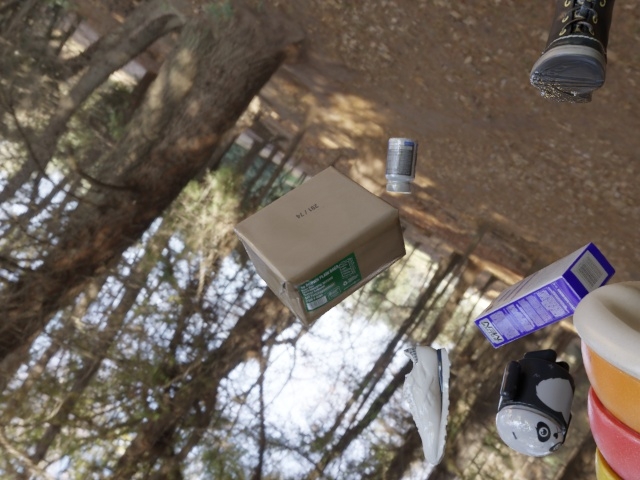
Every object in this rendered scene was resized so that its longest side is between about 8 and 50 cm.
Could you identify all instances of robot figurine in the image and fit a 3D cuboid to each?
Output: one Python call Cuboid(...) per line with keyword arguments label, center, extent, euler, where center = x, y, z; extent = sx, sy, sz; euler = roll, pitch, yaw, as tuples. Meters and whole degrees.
Cuboid(label="robot figurine", center=(0.564, 0.419, 1.577), extent=(0.209, 0.278, 0.173), euler=(21, 145, 15))

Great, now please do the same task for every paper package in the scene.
Cuboid(label="paper package", center=(0.000, 0.000, 1.502), extent=(0.309, 0.325, 0.168), euler=(40, 157, 48))

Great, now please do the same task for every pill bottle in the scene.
Cuboid(label="pill bottle", center=(0.209, -0.193, 1.569), extent=(0.078, 0.137, 0.078), euler=(6, -177, 0))

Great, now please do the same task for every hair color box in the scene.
Cuboid(label="hair color box", center=(0.588, 0.153, 1.614), extent=(0.110, 0.185, 0.339), euler=(53, 144, 4))

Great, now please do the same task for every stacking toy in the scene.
Cuboid(label="stacking toy", center=(0.530, 0.326, 0.909), extent=(0.351, 0.479, 0.350), euler=(3, -161, -1))

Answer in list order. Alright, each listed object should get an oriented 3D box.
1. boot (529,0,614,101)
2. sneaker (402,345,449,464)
Cuboid(label="boot", center=(0.523, -0.440, 1.214), extent=(0.138, 0.284, 0.377), euler=(13, -173, 24))
Cuboid(label="sneaker", center=(0.215, 0.333, 1.237), extent=(0.095, 0.235, 0.090), euler=(1, 156, 7))
